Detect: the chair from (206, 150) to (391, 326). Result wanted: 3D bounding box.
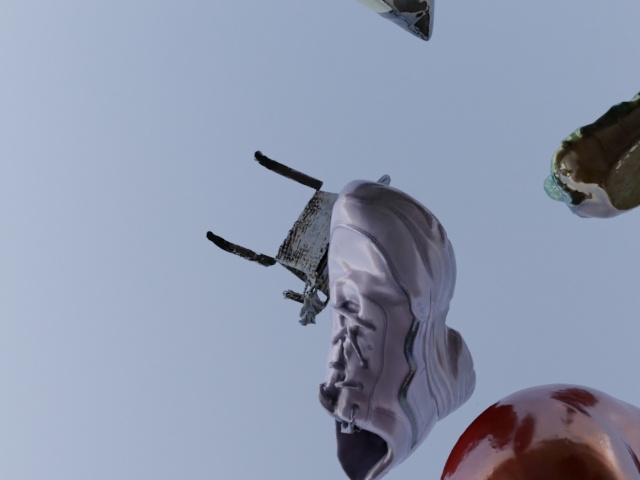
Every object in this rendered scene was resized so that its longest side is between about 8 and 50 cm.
[{"bbox_3d":[0.000,0.000,0.747,0.213,0.149,0.174,20,-105,55],"label":"chair"}]

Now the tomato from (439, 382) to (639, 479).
[{"bbox_3d":[0.149,0.178,0.412,0.136,0.195,0.195,-38,-111,34],"label":"tomato"}]

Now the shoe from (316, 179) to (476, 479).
[{"bbox_3d":[0.042,0.076,0.538,0.095,0.245,0.137,12,-135,38],"label":"shoe"}]

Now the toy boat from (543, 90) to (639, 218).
[{"bbox_3d":[0.350,-0.123,0.672,0.292,0.108,0.099,-37,-153,-1],"label":"toy boat"}]

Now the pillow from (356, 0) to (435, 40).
[{"bbox_3d":[0.020,-0.305,0.634,0.106,0.249,0.186,-22,-121,46],"label":"pillow"}]
